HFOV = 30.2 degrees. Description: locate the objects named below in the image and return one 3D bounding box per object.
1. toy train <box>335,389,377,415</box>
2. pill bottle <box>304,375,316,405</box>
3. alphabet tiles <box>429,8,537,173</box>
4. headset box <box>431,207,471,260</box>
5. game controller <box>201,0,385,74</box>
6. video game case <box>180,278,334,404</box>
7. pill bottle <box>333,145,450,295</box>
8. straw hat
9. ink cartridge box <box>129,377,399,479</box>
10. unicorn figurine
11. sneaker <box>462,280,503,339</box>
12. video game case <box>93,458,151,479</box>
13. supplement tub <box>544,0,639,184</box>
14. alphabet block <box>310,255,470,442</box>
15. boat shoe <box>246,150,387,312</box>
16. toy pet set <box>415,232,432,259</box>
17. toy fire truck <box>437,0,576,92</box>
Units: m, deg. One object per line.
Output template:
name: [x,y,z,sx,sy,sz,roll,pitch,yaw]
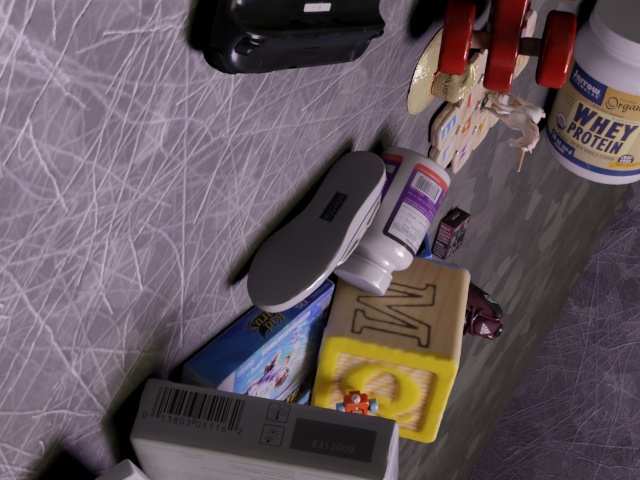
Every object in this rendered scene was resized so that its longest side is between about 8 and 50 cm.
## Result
toy train: [-0.003,0.250,1.677,0.125,0.166,0.046,84,-3,-49]
pill bottle: [0.017,0.267,1.939,0.086,0.086,0.152,-5,123,-65]
alphabet tiles: [0.259,-0.238,1.890,0.284,0.021,0.278,-50,160,-21]
headset box: [0.235,-0.015,2.123,0.062,0.032,0.083,-38,150,-44]
game controller: [-0.012,-0.259,1.221,0.319,0.067,0.166,-21,123,-59]
video game case: [-0.094,0.199,1.632,0.269,0.061,0.244,-39,152,-43]
pill bottle: [0.095,-0.025,1.658,0.193,0.108,0.108,-62,160,-13]
straw hat: [0.187,-0.231,1.682,0.144,0.061,0.144,-46,156,-28]
ink cartridge box: [-0.057,0.325,1.519,0.385,0.308,0.091,85,15,-55]
unicorn figurine: [0.314,-0.194,1.891,0.162,0.111,0.060,-41,155,-42]
sneaker: [0.251,0.140,2.184,0.281,0.162,0.106,-30,145,-53]
video game case: [-0.275,0.350,1.381,0.206,0.026,0.227,-33,155,-8]
supplement tub: [0.567,-0.288,2.228,0.228,0.228,0.316,-41,152,-39]
alphabet block: [0.102,0.149,1.738,0.197,0.193,0.192,-75,175,-47]
boat shoe: [0.000,0.000,1.541,0.267,0.096,0.088,-57,156,-28]
toy pet set: [0.146,0.010,1.910,0.122,0.065,0.114,-53,158,-14]
toy fire truck: [0.257,-0.355,1.565,0.254,0.169,0.302,-75,171,-53]
